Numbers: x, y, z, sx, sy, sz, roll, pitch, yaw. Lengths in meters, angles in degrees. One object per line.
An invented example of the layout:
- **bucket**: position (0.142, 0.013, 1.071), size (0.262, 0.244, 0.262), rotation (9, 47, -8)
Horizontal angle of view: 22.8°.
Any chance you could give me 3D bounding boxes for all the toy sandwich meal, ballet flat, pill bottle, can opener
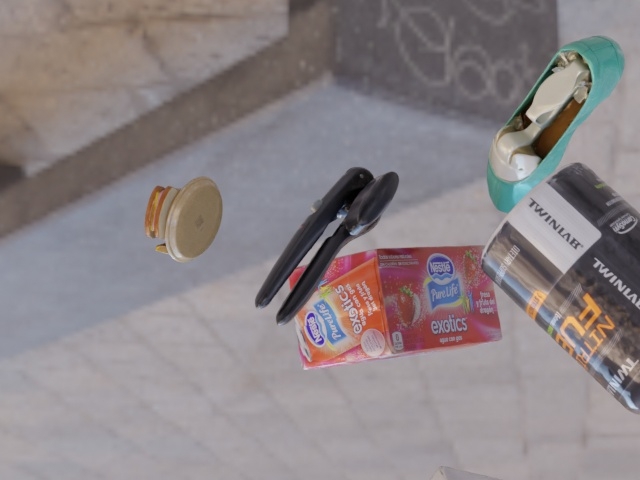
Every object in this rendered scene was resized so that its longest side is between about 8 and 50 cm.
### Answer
- **toy sandwich meal**: position (-0.117, -0.020, 1.371), size (0.029, 0.085, 0.085), rotation (19, 173, 29)
- **ballet flat**: position (0.242, -0.131, 1.781), size (0.087, 0.083, 0.247), rotation (-5, 138, -48)
- **pill bottle**: position (0.264, 0.058, 1.349), size (0.130, 0.246, 0.130), rotation (-40, 161, -16)
- **can opener**: position (0.000, 0.000, 1.477), size (0.059, 0.186, 0.073), rotation (40, 157, 5)

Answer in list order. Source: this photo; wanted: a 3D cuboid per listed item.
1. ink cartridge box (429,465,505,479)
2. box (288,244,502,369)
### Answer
- **ink cartridge box**: position (0.227, 0.387, 1.406), size (0.395, 0.166, 0.285), rotation (16, 121, -23)
- **box**: position (0.091, 0.075, 1.855), size (0.128, 0.122, 0.257), rotation (-13, 173, 35)
